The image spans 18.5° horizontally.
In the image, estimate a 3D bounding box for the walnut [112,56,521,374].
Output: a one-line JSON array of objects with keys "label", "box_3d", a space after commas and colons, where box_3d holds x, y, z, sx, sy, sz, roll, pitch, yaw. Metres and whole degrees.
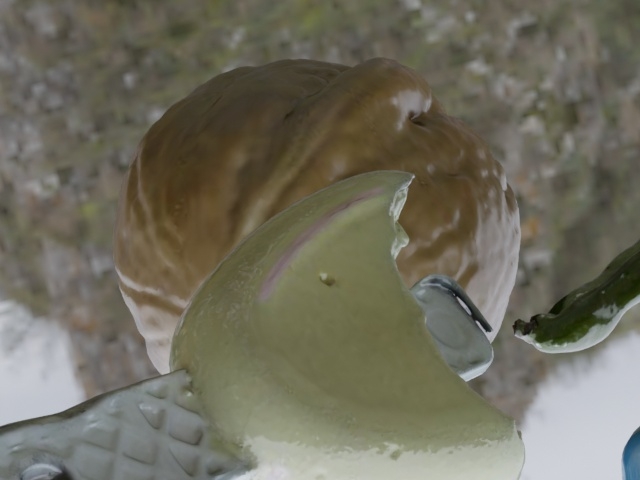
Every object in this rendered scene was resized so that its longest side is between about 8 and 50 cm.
[{"label": "walnut", "box_3d": [0.000, 0.000, 1.495, 0.332, 0.333, 0.333, -14, -173, 2]}]

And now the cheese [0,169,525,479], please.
[{"label": "cheese", "box_3d": [-0.024, 0.050, 0.615, 0.235, 0.127, 0.050, -16, 153, -45]}]

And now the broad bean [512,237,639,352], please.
[{"label": "broad bean", "box_3d": [0.235, 0.004, 1.399, 0.256, 0.053, 0.052, -40, 179, -22]}]

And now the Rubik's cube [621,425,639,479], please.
[{"label": "Rubik's cube", "box_3d": [0.420, 0.230, 1.157, 0.352, 0.347, 0.351, 10, 152, -40]}]
